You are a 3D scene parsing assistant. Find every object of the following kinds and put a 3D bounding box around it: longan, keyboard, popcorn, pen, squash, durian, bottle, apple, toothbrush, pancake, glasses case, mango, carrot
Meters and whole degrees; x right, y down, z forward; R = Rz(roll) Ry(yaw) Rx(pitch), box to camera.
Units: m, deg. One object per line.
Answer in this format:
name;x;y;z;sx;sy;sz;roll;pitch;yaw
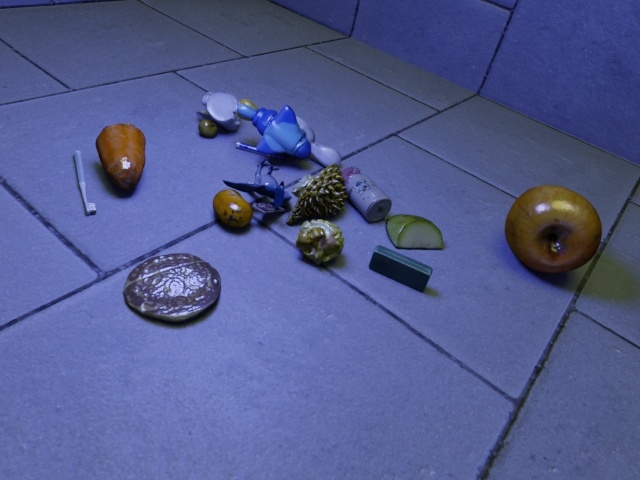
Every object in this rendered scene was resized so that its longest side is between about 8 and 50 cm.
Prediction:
longan;-0.439;-0.443;1.926;0.075;0.083;0.075;16;64;-36
keyboard;-0.163;-0.109;1.597;0.055;0.017;0.166;27;15;17
popcorn;0.000;0.000;1.484;0.145;0.126;0.126;27;30;0
pen;-0.232;-0.348;1.918;0.204;0.025;0.025;16;38;1
squash;0.320;-0.059;1.688;0.191;0.085;0.184;2;40;-18
durian;-0.008;-0.163;1.668;0.166;0.172;0.306;7;40;32
bottle;0.149;-0.175;1.758;0.109;0.110;0.233;-11;45;-29
apple;0.777;-0.043;1.656;0.298;0.299;0.275;27;22;16
toothbrush;-0.750;-0.189;1.555;0.030;0.025;0.342;-4;42;-32
pancake;-0.380;0.119;1.284;0.249;0.031;0.250;9;38;-7
glasses case;0.242;0.084;1.489;0.184;0.078;0.039;24;42;13
mango;-0.282;-0.106;1.551;0.115;0.090;0.178;3;34;-37
carrot;-0.628;-0.255;1.574;0.158;0.159;0.225;-6;45;-25

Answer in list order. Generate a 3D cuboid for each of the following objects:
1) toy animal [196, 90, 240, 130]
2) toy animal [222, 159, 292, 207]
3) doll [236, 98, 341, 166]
toy animal;-0.399;-0.525;1.969;0.178;0.128;0.193;19;4;-14
toy animal;-0.189;-0.173;1.616;0.239;0.255;0.177;16;69;-32
doll;-0.140;-0.406;1.889;0.375;0.187;0.365;16;5;29
